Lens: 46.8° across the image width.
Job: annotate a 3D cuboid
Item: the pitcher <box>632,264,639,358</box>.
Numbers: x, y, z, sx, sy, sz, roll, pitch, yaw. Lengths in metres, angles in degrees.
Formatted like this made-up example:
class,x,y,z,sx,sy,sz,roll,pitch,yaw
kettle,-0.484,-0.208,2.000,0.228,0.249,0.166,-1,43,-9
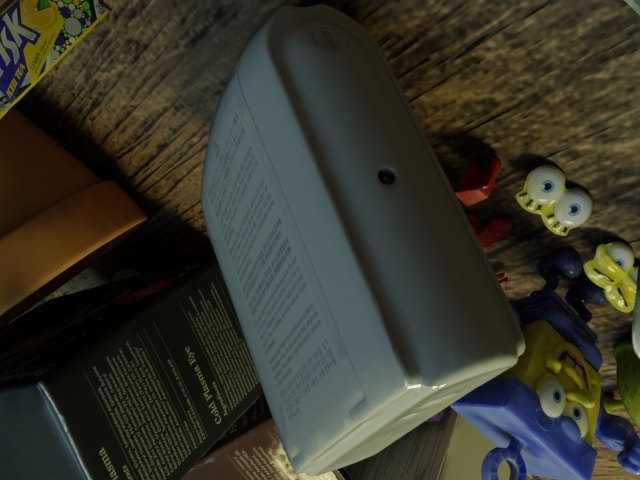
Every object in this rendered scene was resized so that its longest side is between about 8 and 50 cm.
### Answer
class,x,y,z,sx,sy,sz,roll,pitch,yaw
pitcher,0.356,0.065,0.518,0.178,0.125,0.207,20,163,-41

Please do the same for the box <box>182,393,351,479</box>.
class,x,y,z,sx,sy,sz,roll,pitch,yaw
box,-0.089,0.277,0.971,0.203,0.168,0.167,-31,113,5

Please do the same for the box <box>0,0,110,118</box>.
class,x,y,z,sx,sy,sz,roll,pitch,yaw
box,-0.254,-0.159,0.612,0.054,0.169,0.059,-7,133,43

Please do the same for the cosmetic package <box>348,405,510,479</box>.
class,x,y,z,sx,sy,sz,roll,pitch,yaw
cosmetic package,0.116,0.302,0.957,0.113,0.160,0.309,37,147,-13

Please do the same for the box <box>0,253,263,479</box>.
class,x,y,z,sx,sy,sz,roll,pitch,yaw
box,-0.281,0.179,0.860,0.343,0.312,0.178,-15,104,30

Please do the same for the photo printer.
class,x,y,z,sx,sy,sz,roll,pitch,yaw
photo printer,0.000,0.000,0.567,0.307,0.107,0.256,67,152,22

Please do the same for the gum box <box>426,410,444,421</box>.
class,x,y,z,sx,sy,sz,roll,pitch,yaw
gum box,0.060,0.162,0.898,0.188,0.062,0.107,-10,130,44

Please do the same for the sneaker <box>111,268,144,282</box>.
class,x,y,z,sx,sy,sz,roll,pitch,yaw
sneaker,-0.201,0.166,1.046,0.106,0.123,0.290,-10,129,46

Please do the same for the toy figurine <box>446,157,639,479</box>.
class,x,y,z,sx,sy,sz,roll,pitch,yaw
toy figurine,0.182,0.133,0.631,0.362,0.217,0.191,44,144,-20

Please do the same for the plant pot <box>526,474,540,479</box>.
class,x,y,z,sx,sy,sz,roll,pitch,yaw
plant pot,0.208,0.397,1.007,0.167,0.165,0.167,21,146,15

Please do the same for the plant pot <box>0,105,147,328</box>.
class,x,y,z,sx,sy,sz,roll,pitch,yaw
plant pot,-0.368,-0.020,0.813,0.203,0.291,0.291,55,142,-6

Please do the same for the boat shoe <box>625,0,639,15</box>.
class,x,y,z,sx,sy,sz,roll,pitch,yaw
boat shoe,0.130,-0.195,0.336,0.306,0.105,0.113,45,143,-23
